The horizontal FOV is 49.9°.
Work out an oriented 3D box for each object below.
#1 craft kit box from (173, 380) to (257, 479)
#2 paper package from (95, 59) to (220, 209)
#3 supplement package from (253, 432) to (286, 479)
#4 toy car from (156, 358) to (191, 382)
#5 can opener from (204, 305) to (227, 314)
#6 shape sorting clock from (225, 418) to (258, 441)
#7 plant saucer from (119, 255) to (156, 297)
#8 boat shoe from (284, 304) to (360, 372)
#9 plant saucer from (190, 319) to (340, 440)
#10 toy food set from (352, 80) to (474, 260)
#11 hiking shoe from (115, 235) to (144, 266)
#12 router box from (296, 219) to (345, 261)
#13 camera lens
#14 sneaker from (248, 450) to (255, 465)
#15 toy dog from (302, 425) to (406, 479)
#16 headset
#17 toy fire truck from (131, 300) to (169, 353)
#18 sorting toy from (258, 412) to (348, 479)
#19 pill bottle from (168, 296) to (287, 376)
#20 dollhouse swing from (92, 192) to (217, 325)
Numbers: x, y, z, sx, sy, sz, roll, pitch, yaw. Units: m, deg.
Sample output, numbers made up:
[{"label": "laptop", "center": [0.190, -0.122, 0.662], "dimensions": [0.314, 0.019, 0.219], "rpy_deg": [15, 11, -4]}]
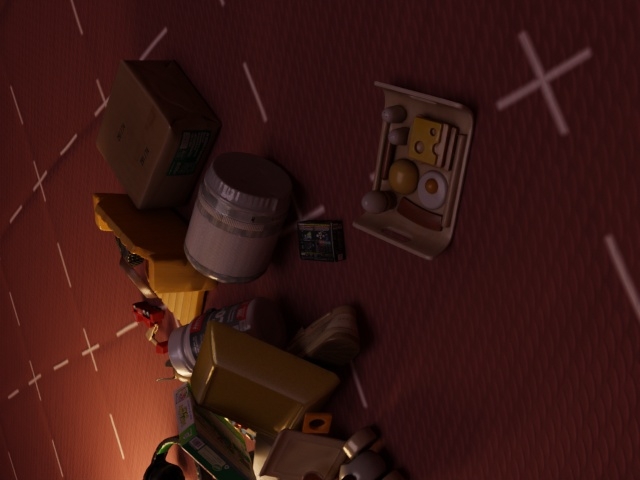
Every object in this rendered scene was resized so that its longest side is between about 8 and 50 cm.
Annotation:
[{"label": "craft kit box", "center": [-0.265, 0.506, 1.733], "dimensions": [0.250, 0.061, 0.246], "rpy_deg": [52, -179, -24]}, {"label": "paper package", "center": [-0.465, -0.297, 1.935], "dimensions": [0.309, 0.168, 0.325], "rpy_deg": [52, 131, 23]}, {"label": "supplement package", "center": [-0.106, 0.588, 1.806], "dimensions": [0.105, 0.105, 0.179], "rpy_deg": [27, 118, 42]}, {"label": "toy car", "center": [-0.382, 0.351, 1.983], "dimensions": [0.149, 0.188, 0.155], "rpy_deg": [49, 130, 27]}, {"label": "can opener", "center": [-0.253, 0.322, 1.914], "dimensions": [0.095, 0.076, 0.283], "rpy_deg": [-15, 88, 28]}, {"label": "shape sorting clock", "center": [-0.221, 0.502, 1.893], "dimensions": [0.206, 0.040, 0.206], "rpy_deg": [32, 149, 21]}, {"label": "plant saucer", "center": [-0.570, 0.119, 2.127], "dimensions": [0.168, 0.029, 0.168], "rpy_deg": [48, 168, 14]}, {"label": "boat shoe", "center": [-0.014, 0.263, 1.643], "dimensions": [0.341, 0.121, 0.110], "rpy_deg": [-39, 34, 43]}, {"label": "plant saucer", "center": [-0.156, 0.364, 1.649], "dimensions": [0.332, 0.081, 0.333], "rpy_deg": [24, 140, -1]}, {"label": "toy food set", "center": [0.167, -0.141, 1.350], "dimensions": [0.219, 0.092, 0.306], "rpy_deg": [26, 118, 41]}, {"label": "hiking shoe", "center": [-0.632, -0.030, 2.235], "dimensions": [0.114, 0.086, 0.227], "rpy_deg": [26, 118, 37]}, {"label": "router box", "center": [0.000, 0.000, 1.603], "dimensions": [0.122, 0.038, 0.092], "rpy_deg": [3, 102, 46]}, {"label": "camera lens", "center": [-0.202, -0.048, 1.673], "dimensions": [0.219, 0.219, 0.274], "rpy_deg": [44, 128, 31]}, {"label": "sneaker", "center": [-0.186, 0.720, 1.942], "dimensions": [0.130, 0.087, 0.227], "rpy_deg": [-42, 65, 45]}, {"label": "toy dog", "center": [0.057, 0.594, 1.593], "dimensions": [0.220, 0.161, 0.334], "rpy_deg": [31, 121, 39]}, {"label": "headset", "center": [-0.458, 0.823, 2.250], "dimensions": [0.243, 0.185, 0.394], "rpy_deg": [29, 105, 35]}, {"label": "toy fire truck", "center": [-0.551, 0.284, 2.252], "dimensions": [0.192, 0.047, 0.135], "rpy_deg": [14, 111, 45]}, {"label": "sorting toy", "center": [-0.034, 0.521, 1.676], "dimensions": [0.047, 0.196, 0.348], "rpy_deg": [-99, 27, -53]}, {"label": "pill bottle", "center": [-0.243, 0.255, 1.770], "dimensions": [0.283, 0.161, 0.161], "rpy_deg": [-19, 85, 26]}, {"label": "dollhouse swing", "center": [-0.506, 0.080, 2.001], "dimensions": [0.347, 0.315, 0.305], "rpy_deg": [41, 116, 32]}]
